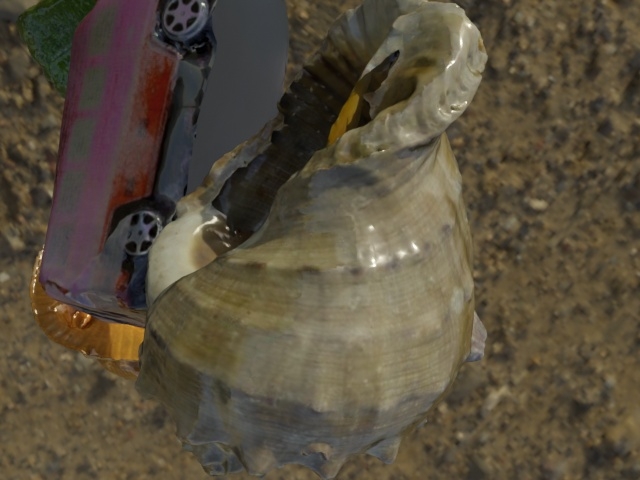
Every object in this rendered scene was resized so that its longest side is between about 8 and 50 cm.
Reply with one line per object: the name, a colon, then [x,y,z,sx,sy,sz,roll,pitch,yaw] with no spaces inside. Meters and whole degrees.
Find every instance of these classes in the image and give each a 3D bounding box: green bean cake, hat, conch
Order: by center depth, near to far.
conch: [0.005,0.006,0.721,0.324,0.263,0.186,-49,132,5]
hat: [-0.174,0.095,1.201,0.244,0.233,0.233,-48,163,-32]
green bean cake: [-0.390,-0.370,2.036,0.248,0.125,0.222,-30,103,16]

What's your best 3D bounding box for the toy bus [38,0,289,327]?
toy bus: [-0.125,-0.077,0.913,0.127,0.147,0.303,31,64,-60]
